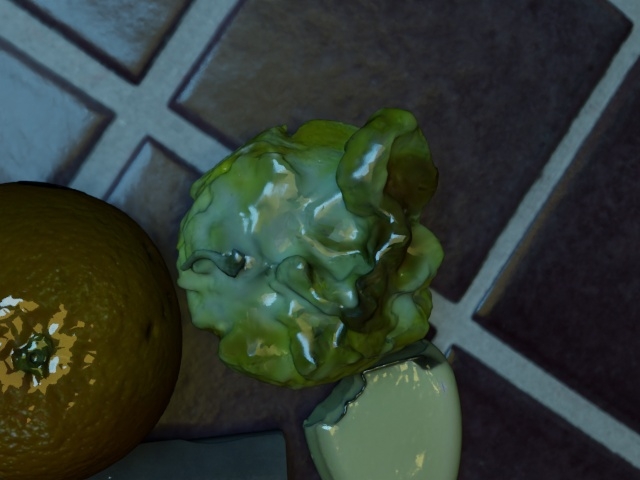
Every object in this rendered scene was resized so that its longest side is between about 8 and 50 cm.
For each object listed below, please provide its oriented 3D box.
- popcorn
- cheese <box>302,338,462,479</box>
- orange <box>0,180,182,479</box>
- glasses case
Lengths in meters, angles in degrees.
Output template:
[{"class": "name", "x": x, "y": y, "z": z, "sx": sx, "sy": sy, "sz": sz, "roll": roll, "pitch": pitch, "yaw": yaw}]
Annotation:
[{"class": "popcorn", "x": 0.000, "y": 0.000, "z": 0.547, "sx": 0.197, "sy": 0.212, "sz": 0.198, "roll": 19, "pitch": 58, "yaw": -32}, {"class": "cheese", "x": 0.064, "y": 0.213, "z": 0.649, "sx": 0.127, "sy": 0.050, "sz": 0.256, "roll": -13, "pitch": 98, "yaw": -11}, {"class": "orange", "x": -0.179, "y": 0.059, "z": 0.506, "sx": 0.205, "sy": 0.206, "sz": 0.206, "roll": -1, "pitch": 96, "yaw": -12}, {"class": "glasses case", "x": -0.119, "y": 0.188, "z": 0.609, "sx": 0.190, "sy": 0.042, "sz": 0.072, "roll": -4, "pitch": 78, "yaw": -12}]
